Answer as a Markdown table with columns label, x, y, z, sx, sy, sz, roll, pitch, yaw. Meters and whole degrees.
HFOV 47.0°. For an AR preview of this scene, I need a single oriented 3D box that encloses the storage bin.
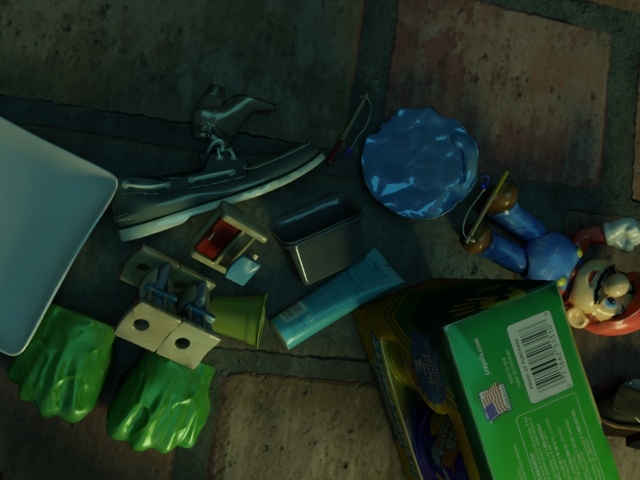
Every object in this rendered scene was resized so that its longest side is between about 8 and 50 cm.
| label | x | y | z | sx | sy | sz | roll | pitch | yaw |
| --- | --- | --- | --- | --- | --- | --- | --- | --- | --- |
| storage bin | 0.000 | 0.000 | 1.112 | 0.135 | 0.098 | 0.091 | -23 | 121 | -14 |

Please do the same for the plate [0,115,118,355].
| label | x | y | z | sx | sy | sz | roll | pitch | yaw |
| --- | --- | --- | --- | --- | --- | --- | --- | --- | --- |
| plate | -0.456 | -0.025 | 1.000 | 0.278 | 0.045 | 0.277 | 27 | 81 | 0 |

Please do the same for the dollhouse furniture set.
| label | x | y | z | sx | sy | sz | roll | pitch | yaw |
| --- | --- | --- | --- | --- | --- | --- | --- | --- | --- |
| dollhouse furniture set | -0.173 | 0.048 | 0.987 | 0.129 | 0.129 | 0.183 | 31 | 114 | -29 |

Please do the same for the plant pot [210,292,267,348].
| label | x | y | z | sx | sy | sz | roll | pitch | yaw |
| --- | --- | --- | --- | --- | --- | --- | --- | --- | --- |
| plant pot | -0.124 | 0.112 | 1.082 | 0.079 | 0.083 | 0.083 | 10 | 85 | -2 |

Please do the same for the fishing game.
| label | x | y | z | sx | sy | sz | roll | pitch | yaw |
| --- | --- | --- | --- | --- | --- | --- | --- | --- | --- |
| fishing game | 0.155 | -0.122 | 1.158 | 0.264 | 0.041 | 0.189 | 26 | 78 | 5 |

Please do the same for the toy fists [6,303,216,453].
| label | x | y | z | sx | sy | sz | roll | pitch | yaw |
| --- | --- | --- | --- | --- | --- | --- | --- | --- | --- |
| toy fists | -0.290 | 0.201 | 1.026 | 0.279 | 0.096 | 0.142 | 24 | 72 | -10 |

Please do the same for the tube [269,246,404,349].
| label | x | y | z | sx | sy | sz | roll | pitch | yaw |
| --- | --- | --- | --- | --- | --- | --- | --- | --- | --- |
| tube | 0.022 | 0.089 | 1.125 | 0.207 | 0.052 | 0.080 | -32 | 61 | -12 |

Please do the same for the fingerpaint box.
| label | x | y | z | sx | sy | sz | roll | pitch | yaw |
| --- | --- | --- | --- | --- | --- | --- | --- | --- | --- |
| fingerpaint box | 0.225 | 0.284 | 1.004 | 0.163 | 0.371 | 0.444 | -19 | 93 | -13 |

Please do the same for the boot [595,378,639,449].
| label | x | y | z | sx | sy | sz | roll | pitch | yaw |
| --- | --- | --- | --- | --- | --- | --- | --- | --- | --- |
| boot | 0.484 | 0.274 | 1.234 | 0.219 | 0.082 | 0.106 | 20 | 61 | -8 |

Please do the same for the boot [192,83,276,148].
| label | x | y | z | sx | sy | sz | roll | pitch | yaw |
| --- | --- | --- | --- | --- | --- | --- | --- | --- | --- |
| boot | -0.133 | -0.181 | 1.110 | 0.119 | 0.042 | 0.087 | 14 | 91 | -12 |

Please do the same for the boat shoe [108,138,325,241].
| label | x | y | z | sx | sy | sz | roll | pitch | yaw |
| --- | --- | --- | --- | --- | --- | --- | --- | --- | --- |
| boat shoe | -0.150 | -0.095 | 1.061 | 0.320 | 0.116 | 0.099 | -21 | 96 | -9 |

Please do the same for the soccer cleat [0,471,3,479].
| label | x | y | z | sx | sy | sz | roll | pitch | yaw |
| --- | --- | --- | --- | --- | --- | --- | --- | --- | --- |
| soccer cleat | -0.444 | 0.361 | 1.015 | 0.036 | 0.029 | 0.083 | -24 | 90 | -5 |

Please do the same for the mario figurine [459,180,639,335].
| label | x | y | z | sx | sy | sz | roll | pitch | yaw |
| --- | --- | --- | --- | --- | --- | --- | --- | --- | --- |
| mario figurine | 0.393 | 0.034 | 1.154 | 0.321 | 0.170 | 0.198 | 31 | 115 | -3 |
